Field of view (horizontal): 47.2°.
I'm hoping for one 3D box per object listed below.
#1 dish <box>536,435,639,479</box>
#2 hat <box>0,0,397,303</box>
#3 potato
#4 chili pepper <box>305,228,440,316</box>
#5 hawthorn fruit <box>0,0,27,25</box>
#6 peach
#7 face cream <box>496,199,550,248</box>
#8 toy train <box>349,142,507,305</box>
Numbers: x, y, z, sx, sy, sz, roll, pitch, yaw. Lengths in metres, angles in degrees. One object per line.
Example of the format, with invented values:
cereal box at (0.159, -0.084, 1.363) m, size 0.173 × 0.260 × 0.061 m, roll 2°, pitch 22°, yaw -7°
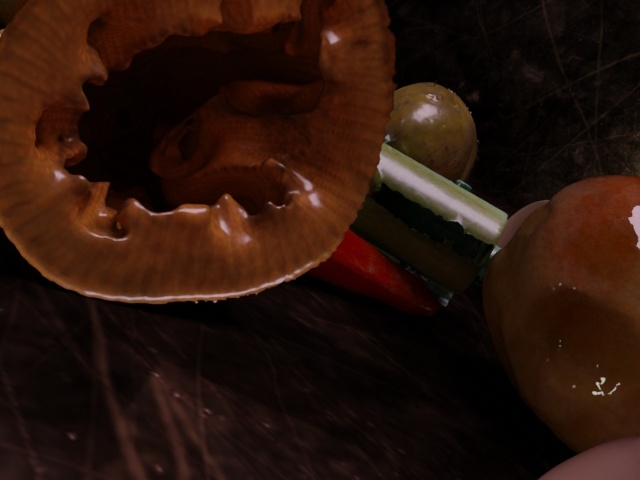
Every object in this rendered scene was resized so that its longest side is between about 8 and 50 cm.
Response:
dish at (0.206, 0.169, 0.353) m, size 0.213 × 0.090 × 0.213 m, roll 28°, pitch 13°, yaw -7°
hat at (-0.112, -0.096, 0.496) m, size 0.233 × 0.244 × 0.233 m, roll 29°, pitch -3°, yaw -36°
potato at (0.133, -0.149, 1.146) m, size 0.229 × 0.229 × 0.266 m, roll 33°, pitch 10°, yaw 16°
chili pepper at (0.000, 0.000, 0.618) m, size 0.272 × 0.063 × 0.071 m, roll 35°, pitch 6°, yaw -30°
hawthorn fruit at (-0.257, -0.320, 0.869) m, size 0.267 × 0.268 × 0.301 m, roll 13°, pitch 27°, yaw -50°
peach at (0.237, 0.076, 0.564) m, size 0.214 × 0.214 × 0.236 m, roll 18°, pitch 49°, yaw -39°
face cream at (0.293, 0.036, 0.903) m, size 0.104 × 0.149 × 0.149 m, roll 23°, pitch 14°, yaw -29°
toy train at (0.039, -0.037, 0.704) m, size 0.307 × 0.126 × 0.189 m, roll 31°, pitch 13°, yaw 4°
